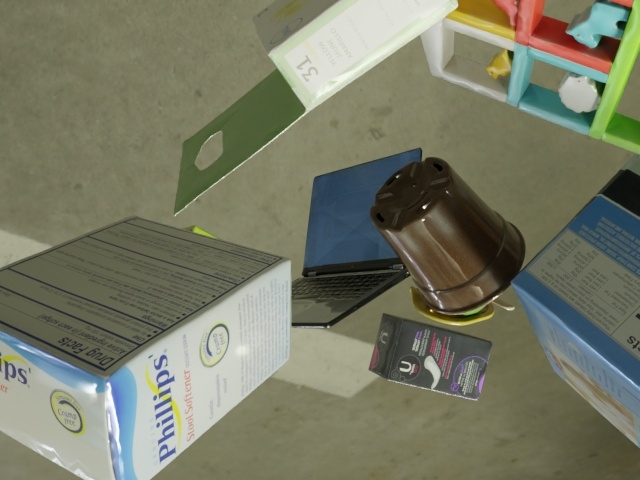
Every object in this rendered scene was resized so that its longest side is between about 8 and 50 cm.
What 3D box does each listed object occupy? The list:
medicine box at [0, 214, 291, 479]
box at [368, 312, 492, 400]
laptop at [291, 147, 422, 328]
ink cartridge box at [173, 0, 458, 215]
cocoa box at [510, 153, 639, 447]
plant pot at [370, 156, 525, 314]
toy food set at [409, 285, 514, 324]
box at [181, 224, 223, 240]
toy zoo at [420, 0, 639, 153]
[{"bbox_3d":[-0.218,0.103,0.738,0.263,0.289,0.149,15,118,29],"label":"medicine box"},{"bbox_3d":[0.288,0.306,1.698,0.270,0.165,0.143,16,176,-16],"label":"box"},{"bbox_3d":[0.000,0.000,1.417,0.408,0.236,0.382,-28,-168,-37],"label":"laptop"},{"bbox_3d":[-0.030,-0.135,0.484,0.235,0.171,0.056,-33,116,8],"label":"ink cartridge box"},{"bbox_3d":[0.399,0.099,0.720,0.228,0.231,0.347,-45,143,0],"label":"cocoa box"},{"bbox_3d":[0.163,-0.015,0.871,0.167,0.167,0.165,-32,122,21],"label":"plant pot"},{"bbox_3d":[0.258,0.085,1.165,0.218,0.128,0.071,-7,119,-43],"label":"toy food set"},{"bbox_3d":[-0.219,0.029,1.318,0.178,0.042,0.109,31,153,-35],"label":"box"},{"bbox_3d":[0.194,-0.188,0.590,0.030,0.293,0.192,-56,159,-15],"label":"toy zoo"}]
